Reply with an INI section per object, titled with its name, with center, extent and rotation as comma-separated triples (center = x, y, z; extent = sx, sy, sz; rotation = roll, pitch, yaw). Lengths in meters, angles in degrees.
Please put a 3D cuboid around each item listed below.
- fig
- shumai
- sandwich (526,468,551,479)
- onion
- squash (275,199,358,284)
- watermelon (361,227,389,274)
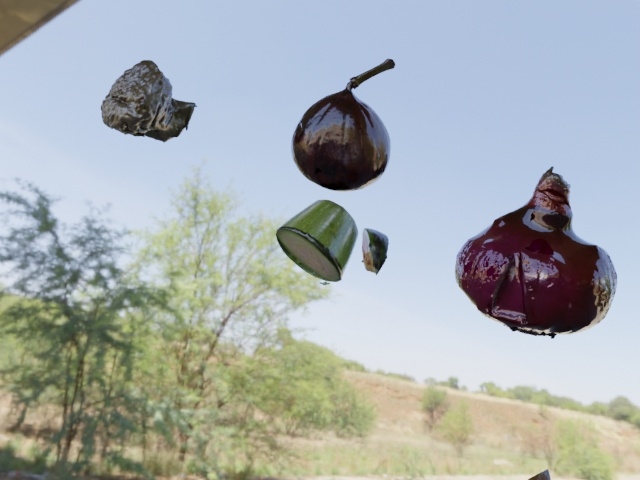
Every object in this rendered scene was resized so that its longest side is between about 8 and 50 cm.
[fig]
center = 0.041, -0.223, 1.172
extent = 0.203, 0.186, 0.250
rotation = 16, -52, 21
[shumai]
center = -0.370, -0.284, 1.311
extent = 0.175, 0.166, 0.205
rotation = 36, -12, -38
[sandwich]
center = 0.311, 0.364, 0.855
extent = 0.044, 0.031, 0.083
rotation = 17, 30, 6
[onion]
center = 0.554, 0.020, 1.524
extent = 0.398, 0.421, 0.398
rotation = 2, 7, 0
[squash]
center = 0.000, 0.000, 1.234
extent = 0.170, 0.123, 0.170
rotation = 29, -30, 19
[watermelon]
center = 0.141, 0.028, 1.650
extent = 0.063, 0.119, 0.245
rotation = 13, 9, -8
